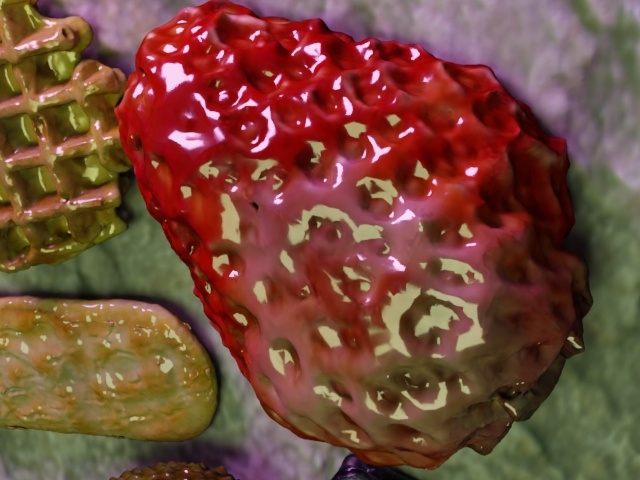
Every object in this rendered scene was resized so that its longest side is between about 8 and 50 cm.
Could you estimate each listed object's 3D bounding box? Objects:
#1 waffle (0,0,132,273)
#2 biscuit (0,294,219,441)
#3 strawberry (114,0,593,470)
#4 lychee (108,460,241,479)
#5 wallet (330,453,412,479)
[{"bbox_3d":[-0.242,-0.075,1.167,0.253,0.056,0.249,42,123,0],"label":"waffle"},{"bbox_3d":[-0.187,0.094,1.234,0.247,0.029,0.118,1,113,23],"label":"biscuit"},{"bbox_3d":[0.000,0.000,1.040,0.336,0.149,0.265,39,124,4],"label":"strawberry"},{"bbox_3d":[-0.113,0.230,1.192,0.171,0.171,0.171,9,116,20],"label":"lychee"},{"bbox_3d":[0.088,0.256,1.186,0.222,0.036,0.167,23,119,11],"label":"wallet"}]
